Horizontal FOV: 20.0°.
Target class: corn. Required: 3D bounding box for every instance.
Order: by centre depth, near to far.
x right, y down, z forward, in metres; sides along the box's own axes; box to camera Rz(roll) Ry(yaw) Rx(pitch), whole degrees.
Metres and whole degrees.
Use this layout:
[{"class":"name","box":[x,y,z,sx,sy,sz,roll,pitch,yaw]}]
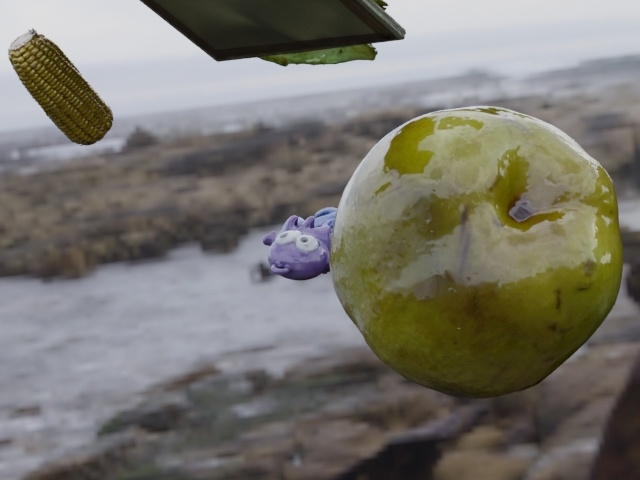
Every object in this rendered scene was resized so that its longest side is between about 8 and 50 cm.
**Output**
[{"class":"corn","box":[-0.165,-0.096,1.150,0.037,0.092,0.037,-21,40,18]}]

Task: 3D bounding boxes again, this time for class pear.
[{"class":"pear","box":[0.101,0.010,1.198,0.200,0.200,0.200,-7,5,1]}]

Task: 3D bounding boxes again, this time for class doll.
[{"class":"doll","box":[0.000,0.000,2.092,0.110,0.067,0.206,14,26,25]}]

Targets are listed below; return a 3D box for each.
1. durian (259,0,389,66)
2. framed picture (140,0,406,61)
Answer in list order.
[{"class":"durian","box":[-0.104,-0.265,1.227,0.394,0.198,0.163,26,2,-32]},{"class":"framed picture","box":[-0.079,-0.175,1.085,0.173,0.010,0.231,0,-27,43]}]
